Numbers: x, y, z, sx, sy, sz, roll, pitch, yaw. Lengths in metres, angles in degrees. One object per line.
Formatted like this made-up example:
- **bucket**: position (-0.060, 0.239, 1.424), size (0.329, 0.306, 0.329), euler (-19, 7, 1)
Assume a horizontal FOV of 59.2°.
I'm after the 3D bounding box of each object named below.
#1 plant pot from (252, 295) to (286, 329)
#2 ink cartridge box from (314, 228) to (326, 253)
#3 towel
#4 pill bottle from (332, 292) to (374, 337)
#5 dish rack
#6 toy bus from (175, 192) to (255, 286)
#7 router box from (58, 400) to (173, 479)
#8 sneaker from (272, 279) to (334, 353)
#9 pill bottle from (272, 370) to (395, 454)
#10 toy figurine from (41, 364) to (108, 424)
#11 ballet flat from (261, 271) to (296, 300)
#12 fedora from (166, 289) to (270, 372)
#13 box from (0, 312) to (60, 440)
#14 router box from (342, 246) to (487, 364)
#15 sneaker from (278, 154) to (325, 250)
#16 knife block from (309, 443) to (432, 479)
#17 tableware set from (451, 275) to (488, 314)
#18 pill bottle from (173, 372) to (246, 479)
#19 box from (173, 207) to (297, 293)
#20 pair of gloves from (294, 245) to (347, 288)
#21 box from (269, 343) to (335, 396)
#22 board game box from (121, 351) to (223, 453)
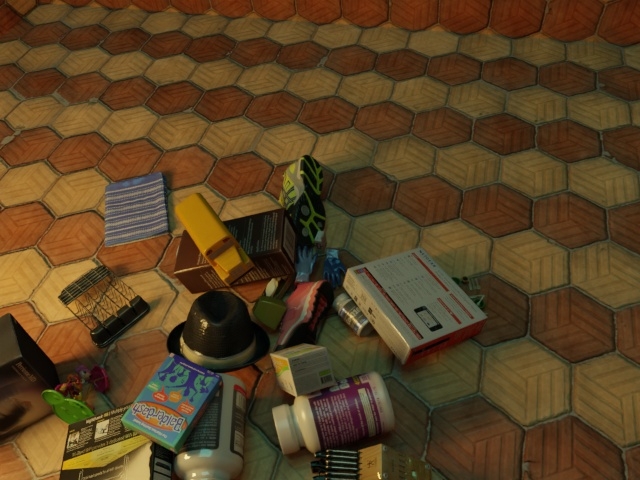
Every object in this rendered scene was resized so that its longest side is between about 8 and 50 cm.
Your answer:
- **plant pot**: position (-0.164, 0.215, 1.744), size (0.083, 0.081, 0.081), euler (27, 5, -15)
- **ink cartridge box**: position (0.000, 0.000, 1.958), size (0.028, 0.083, 0.048), euler (11, 51, 14)
- **towel**: position (-0.709, -0.127, 2.163), size (0.244, 0.040, 0.335), euler (-14, 50, -6)
- **pill bottle**: position (0.104, 0.230, 1.754), size (0.078, 0.078, 0.137), euler (-33, 54, -22)
- **dish rack**: position (-0.725, 0.203, 1.861), size (0.272, 0.074, 0.208), euler (32, 58, 30)
- **toy bus**: position (-0.329, -0.007, 1.738), size (0.108, 0.130, 0.332), euler (-36, 47, -7)
- **router box**: position (-0.527, 0.560, 1.453), size (0.309, 0.081, 0.242), euler (-22, 48, 16)
- **sneaker**: position (-0.075, 0.256, 1.751), size (0.136, 0.115, 0.313), euler (2, 48, 39)
- **pill bottle**: position (0.031, 0.465, 1.498), size (0.302, 0.169, 0.169), euler (-14, 50, -8)
- **toy figurine**: position (-0.687, 0.423, 1.624), size (0.130, 0.173, 0.159), euler (-29, 27, 29)
- **ballet flat**: position (-0.136, 0.133, 1.862), size (0.080, 0.073, 0.232), euler (9, 50, 15)
- **fedora**: position (-0.295, 0.243, 1.647), size (0.335, 0.152, 0.334), euler (5, 19, -2)
- **box**: position (-0.918, 0.402, 1.553), size (0.294, 0.296, 0.182), euler (-28, 52, -18)
- **router box**: position (0.284, 0.187, 1.723), size (0.301, 0.082, 0.335), euler (-14, 47, -28)
- **sneaker**: position (-0.076, -0.125, 2.064), size (0.147, 0.145, 0.384), euler (-24, 49, 39)
- **knife block**: position (0.116, 0.606, 1.440), size (0.276, 0.242, 0.088), euler (31, 44, -28)
- **tableware set**: position (0.471, 0.176, 1.804), size (0.104, 0.024, 0.154), euler (-5, 49, 1)
- **pill bottle**: position (-0.287, 0.525, 1.470), size (0.177, 0.176, 0.318), euler (-4, 49, 1)
- **box**: position (-0.275, 0.038, 1.860), size (0.382, 0.143, 0.191), euler (-10, 48, 14)
- **pair of gloves**: position (-0.004, 0.089, 1.901), size (0.199, 0.023, 0.159), euler (5, 57, -6)
- **box**: position (-0.055, 0.348, 1.536), size (0.114, 0.203, 0.103), euler (-13, 87, -19)
- **board game box**: position (-0.371, 0.405, 1.424), size (0.160, 0.047, 0.210), euler (20, 52, 15)
